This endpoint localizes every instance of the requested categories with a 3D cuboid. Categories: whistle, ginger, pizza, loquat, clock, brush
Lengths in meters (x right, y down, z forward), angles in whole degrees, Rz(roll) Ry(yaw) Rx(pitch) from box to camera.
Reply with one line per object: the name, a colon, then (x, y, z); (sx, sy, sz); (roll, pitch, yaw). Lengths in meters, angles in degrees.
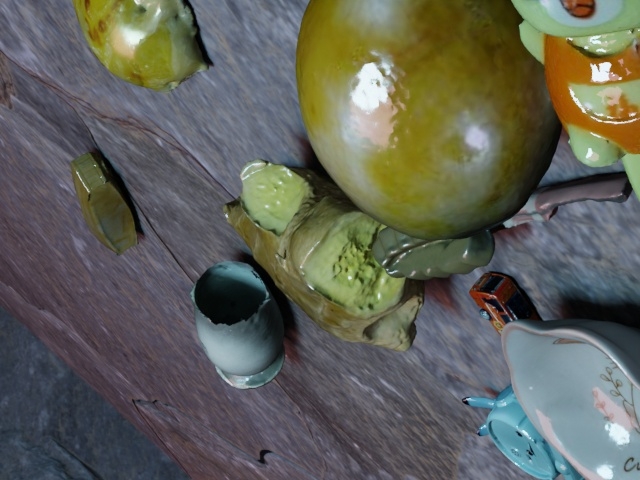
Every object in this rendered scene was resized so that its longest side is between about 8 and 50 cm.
whistle: (0.176, -0.110, 0.749); (0.131, 0.106, 0.288); (-4, 128, 31)
ginger: (0.000, 0.000, 1.304); (0.219, 0.123, 0.270); (46, 180, -35)
pizza: (-0.188, -0.220, 1.294); (0.188, 0.080, 0.204); (51, 158, -15)
loquat: (0.073, -0.101, 0.872); (0.179, 0.179, 0.227); (32, 139, 31)
clock: (0.212, 0.197, 1.364); (0.147, 0.045, 0.108); (21, 147, 49)
brush: (0.142, -0.023, 1.058); (0.071, 0.084, 0.301); (47, 154, -15)

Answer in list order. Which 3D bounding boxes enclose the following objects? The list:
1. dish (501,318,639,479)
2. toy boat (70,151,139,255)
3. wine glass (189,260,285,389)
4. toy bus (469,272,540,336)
dish: (0.258, 0.132, 1.108); (0.229, 0.081, 0.229); (41, 158, 21)
toy boat: (-0.306, -0.050, 1.865); (0.072, 0.064, 0.206); (51, 164, 29)
wine glass: (-0.103, 0.110, 1.702); (0.111, 0.111, 0.204); (37, 159, 22)
toy bus: (0.181, 0.078, 1.218); (0.110, 0.031, 0.043); (52, 156, -21)
